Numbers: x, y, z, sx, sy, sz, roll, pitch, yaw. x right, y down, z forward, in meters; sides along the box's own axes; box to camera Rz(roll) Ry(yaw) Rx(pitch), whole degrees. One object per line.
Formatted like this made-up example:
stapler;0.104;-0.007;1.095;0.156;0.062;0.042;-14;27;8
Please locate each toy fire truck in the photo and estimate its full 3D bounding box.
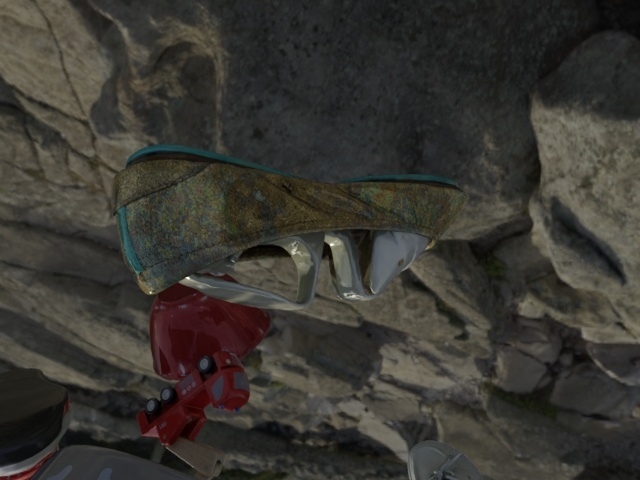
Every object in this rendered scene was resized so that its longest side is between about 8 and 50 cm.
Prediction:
toy fire truck;-0.150;0.232;0.703;0.192;0.135;0.047;-38;147;11

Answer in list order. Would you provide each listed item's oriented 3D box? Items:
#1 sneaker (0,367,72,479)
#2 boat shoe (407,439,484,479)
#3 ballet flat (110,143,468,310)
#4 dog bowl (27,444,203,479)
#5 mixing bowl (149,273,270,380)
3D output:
sneaker;-0.288;0.219;0.600;0.090;0.145;0.270;-10;-176;-29
boat shoe;0.239;0.472;1.125;0.136;0.367;0.156;-36;116;1
ballet flat;0.000;0.000;0.514;0.348;0.123;0.123;2;156;-39
dog bowl;-0.086;0.271;0.451;0.348;0.102;0.349;18;143;14
mixing bowl;-0.172;0.104;0.873;0.181;0.181;0.098;-6;117;29
